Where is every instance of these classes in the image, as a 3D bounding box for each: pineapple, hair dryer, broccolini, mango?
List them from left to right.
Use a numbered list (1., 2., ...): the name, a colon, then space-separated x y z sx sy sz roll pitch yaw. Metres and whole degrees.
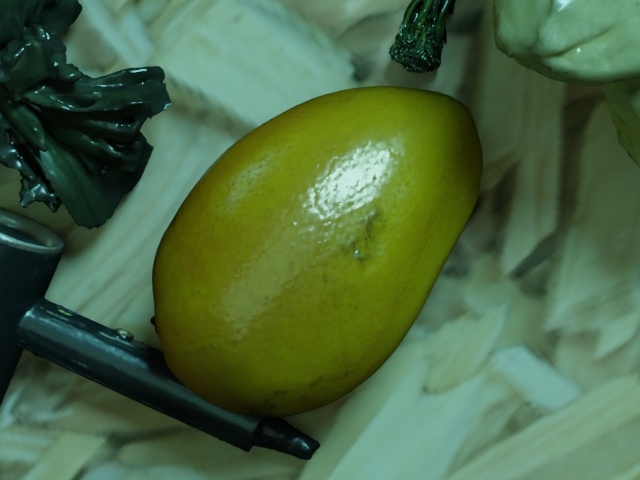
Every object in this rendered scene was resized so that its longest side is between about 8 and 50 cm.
1. pineapple: -0.229 -0.129 0.869 0.310 0.141 0.170 40 97 0
2. hair dryer: -0.126 0.087 0.894 0.255 0.070 0.128 26 100 5
3. mango: 0.000 0.000 0.836 0.145 0.112 0.219 44 88 1
4. broccolini: 0.071 -0.161 0.841 0.030 0.035 0.140 19 97 7

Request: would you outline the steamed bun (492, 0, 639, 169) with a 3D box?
1. steamed bun: 0.201 -0.170 0.743 0.292 0.137 0.295 -38 123 -4
